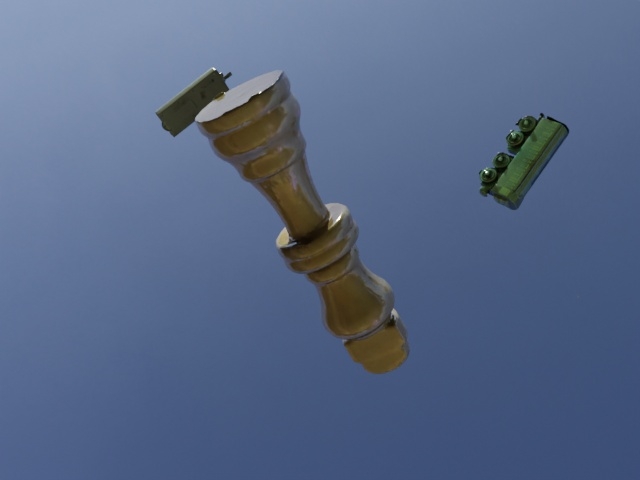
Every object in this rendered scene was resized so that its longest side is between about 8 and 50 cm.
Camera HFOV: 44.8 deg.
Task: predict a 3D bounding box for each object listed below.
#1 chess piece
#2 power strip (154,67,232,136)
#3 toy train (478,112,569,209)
[{"bbox_3d":[0.000,0.000,0.915,0.117,0.117,0.397,-23,-68,15],"label":"chess piece"},{"bbox_3d":[-0.190,-0.215,1.188,0.136,0.051,0.019,-41,-142,-8],"label":"power strip"},{"bbox_3d":[0.279,-0.113,1.073,0.071,0.038,0.148,31,-100,32],"label":"toy train"}]
